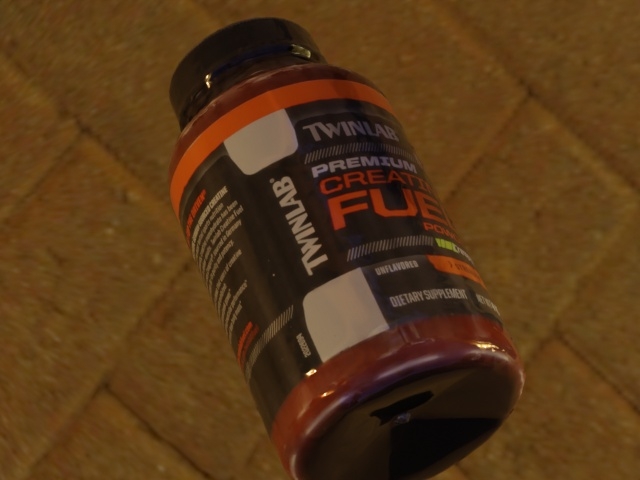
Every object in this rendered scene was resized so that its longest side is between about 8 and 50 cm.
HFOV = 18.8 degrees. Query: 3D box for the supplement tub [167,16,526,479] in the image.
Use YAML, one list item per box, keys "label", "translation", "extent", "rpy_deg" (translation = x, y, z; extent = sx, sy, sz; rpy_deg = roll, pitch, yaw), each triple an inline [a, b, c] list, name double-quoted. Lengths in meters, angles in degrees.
- label: "supplement tub"
  translation: [0.000, 0.000, 0.799]
  extent: [0.106, 0.106, 0.198]
  rpy_deg: [-17, 57, -14]
